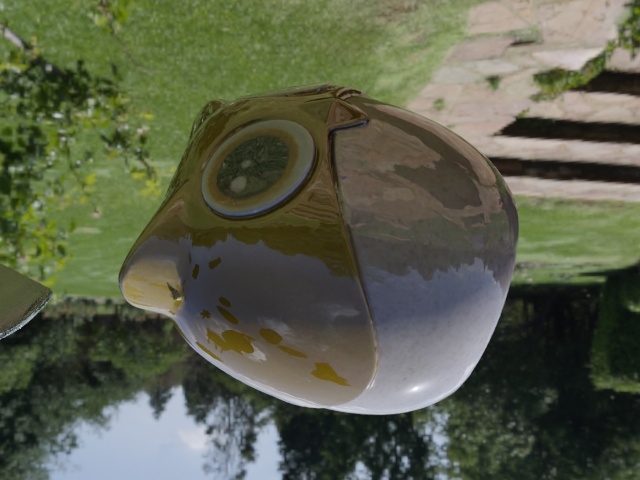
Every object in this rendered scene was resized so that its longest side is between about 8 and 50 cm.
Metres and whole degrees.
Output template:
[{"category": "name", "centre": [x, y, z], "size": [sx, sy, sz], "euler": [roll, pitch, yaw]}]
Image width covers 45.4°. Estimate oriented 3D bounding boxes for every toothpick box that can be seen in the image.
[{"category": "toothpick box", "centre": [0.000, 0.000, 0.980], "size": [0.425, 0.408, 0.409], "euler": [18, 172, -5]}]

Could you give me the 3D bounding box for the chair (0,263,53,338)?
[{"category": "chair", "centre": [-0.551, 0.010, 1.079], "size": [0.319, 0.186, 0.160], "euler": [15, -147, 33]}]
